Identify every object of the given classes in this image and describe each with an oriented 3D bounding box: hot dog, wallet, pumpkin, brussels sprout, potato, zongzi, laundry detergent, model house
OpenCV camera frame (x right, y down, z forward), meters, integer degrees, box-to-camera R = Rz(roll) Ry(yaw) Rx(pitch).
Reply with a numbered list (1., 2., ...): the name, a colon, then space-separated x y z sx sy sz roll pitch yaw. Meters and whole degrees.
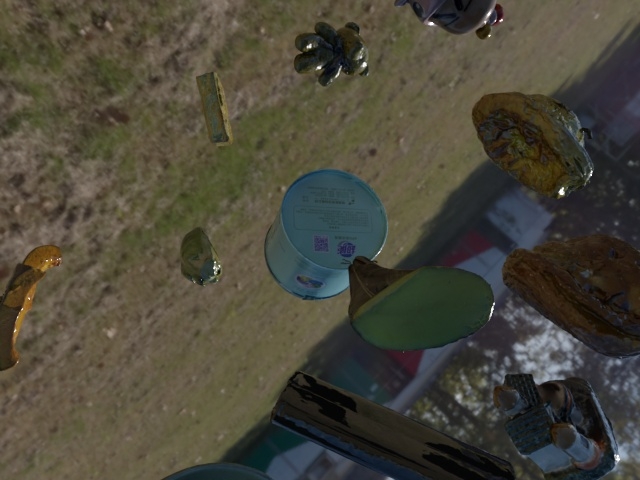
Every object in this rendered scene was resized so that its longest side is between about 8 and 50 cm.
1. hot dog: 0.562 0.100 1.410 0.266 0.387 0.174 -16 116 -16
2. wallet: 0.124 0.330 1.078 0.228 0.405 0.062 0 111 -83
3. pumpkin: -0.712 0.146 1.576 0.259 0.095 0.290 -69 -162 1
4. brussels sprout: -0.291 0.040 1.583 0.100 0.139 0.181 -10 -163 -7
5. potato: 0.141 0.093 0.926 0.197 0.120 0.054 -23 -166 7
6. zongzi: 0.128 0.062 1.365 0.184 0.084 0.187 -46 -152 27
7. laundry detergent: 0.000 0.000 1.800 0.287 0.287 0.305 -41 172 -26
8. model house: 0.543 0.415 1.596 0.190 0.300 0.272 -36 -148 28

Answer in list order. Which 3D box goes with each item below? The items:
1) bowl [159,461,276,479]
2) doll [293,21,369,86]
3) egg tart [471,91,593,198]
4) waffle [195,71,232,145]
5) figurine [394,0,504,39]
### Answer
1. bowl: -0.157 0.462 0.875 0.307 0.307 0.163 -38 176 -33
2. doll: 0.032 -0.411 1.444 0.209 0.097 0.137 -22 109 -39
3. egg tart: 0.370 -0.174 1.128 0.106 0.241 0.241 -45 167 -11
4. waffle: -0.269 -0.330 1.702 0.057 0.168 0.274 -11 -173 -4
5. figurine: 0.278 -0.470 1.216 0.287 0.186 0.176 -21 162 -46
